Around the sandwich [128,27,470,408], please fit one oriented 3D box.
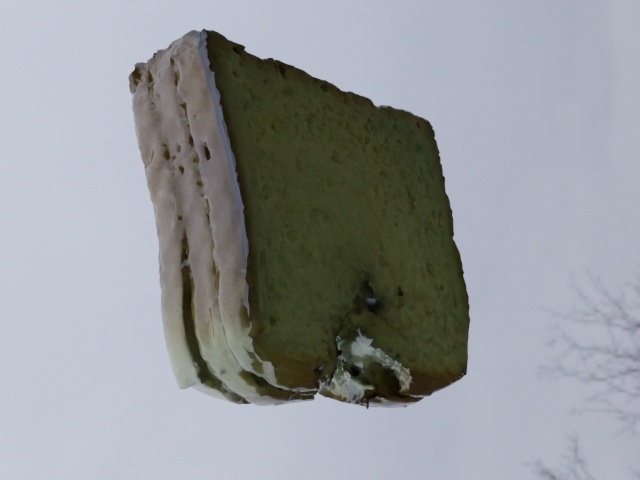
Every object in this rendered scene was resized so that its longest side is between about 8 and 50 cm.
[{"bbox_3d":[-0.001,0.001,0.796,0.273,0.095,0.249,12,-118,-49],"label":"sandwich"}]
